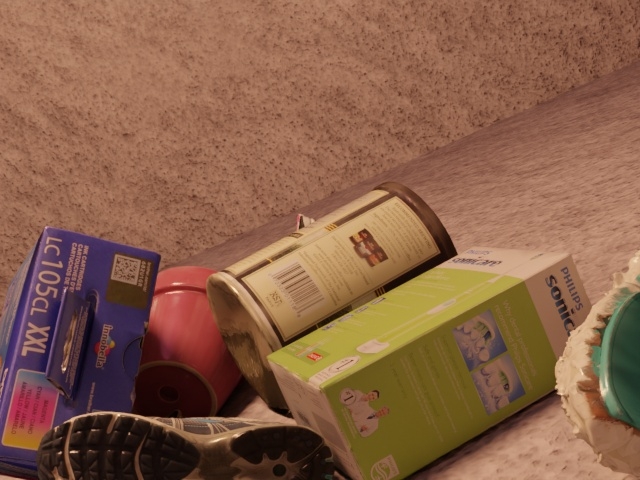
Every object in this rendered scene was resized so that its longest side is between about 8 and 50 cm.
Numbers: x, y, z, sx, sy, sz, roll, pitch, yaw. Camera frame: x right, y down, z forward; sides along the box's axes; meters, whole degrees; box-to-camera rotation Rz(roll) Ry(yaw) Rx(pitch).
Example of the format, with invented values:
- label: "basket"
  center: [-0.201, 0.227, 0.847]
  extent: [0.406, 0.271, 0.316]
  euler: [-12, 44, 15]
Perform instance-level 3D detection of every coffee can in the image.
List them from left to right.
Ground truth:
- label: "coffee can"
  center: [0.019, 0.071, 1.254]
  extent: [0.275, 0.201, 0.201]
  euler: [-28, 10, -21]

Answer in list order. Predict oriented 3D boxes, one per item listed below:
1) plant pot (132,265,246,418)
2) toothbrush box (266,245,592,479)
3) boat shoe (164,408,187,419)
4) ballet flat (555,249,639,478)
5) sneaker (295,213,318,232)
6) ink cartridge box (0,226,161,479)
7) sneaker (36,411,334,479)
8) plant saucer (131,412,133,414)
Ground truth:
- label: "plant pot"
  center: [-0.189, 0.166, 1.352]
  extent: [0.201, 0.201, 0.180]
  euler: [-21, 26, 19]
- label: "toothbrush box"
  center: [0.113, 0.119, 0.992]
  extent: [0.283, 0.122, 0.206]
  euler: [-28, 9, -16]
- label: "boat shoe"
  center: [-0.216, 0.269, 1.164]
  extent: [0.066, 0.066, 0.183]
  euler: [-19, 11, 31]
- label: "ballet flat"
  center: [0.277, 0.096, 0.788]
  extent: [0.147, 0.147, 0.409]
  euler: [-17, 9, 38]
- label: "sneaker"
  center: [0.000, 0.000, 1.462]
  extent: [0.077, 0.072, 0.178]
  euler: [8, 4, -5]
- label: "ink cartridge box"
  center: [-0.317, 0.151, 1.181]
  extent: [0.151, 0.270, 0.395]
  euler: [15, -20, -22]
- label: "sneaker"
  center: [-0.132, 0.224, 0.950]
  extent: [0.283, 0.110, 0.122]
  euler: [5, -5, -6]
- label: "plant saucer"
  center: [-0.282, 0.173, 1.486]
  extent: [0.195, 0.195, 0.037]
  euler: [-31, 38, -34]
